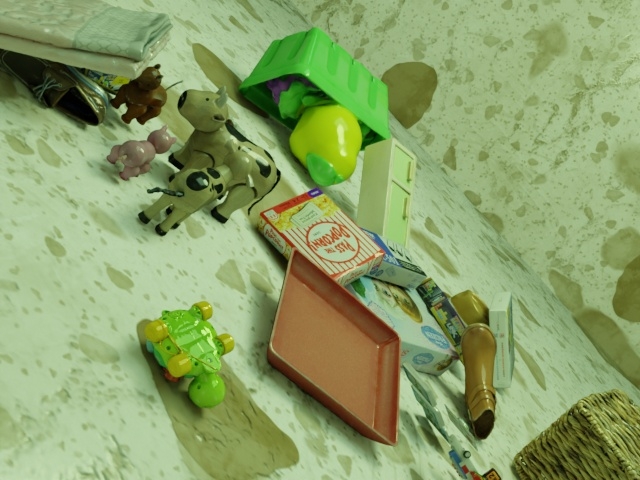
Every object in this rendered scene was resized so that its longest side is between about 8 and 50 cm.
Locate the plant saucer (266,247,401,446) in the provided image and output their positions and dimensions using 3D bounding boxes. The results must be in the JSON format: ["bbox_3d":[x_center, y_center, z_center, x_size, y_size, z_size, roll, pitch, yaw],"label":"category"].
[{"bbox_3d":[0.020,0.169,1.281,0.258,0.047,0.259,40,28,-19],"label":"plant saucer"}]

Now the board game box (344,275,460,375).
[{"bbox_3d":[0.106,0.107,1.627,0.318,0.066,0.318,22,30,-52],"label":"board game box"}]

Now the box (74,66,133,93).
[{"bbox_3d":[-0.355,-0.279,1.350,0.059,0.054,0.169,23,0,16],"label":"box"}]

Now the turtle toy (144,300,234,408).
[{"bbox_3d":[-0.154,0.137,0.973,0.095,0.066,0.130,-21,70,-46],"label":"turtle toy"}]

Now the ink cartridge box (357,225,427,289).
[{"bbox_3d":[0.129,0.037,1.644,0.207,0.046,0.097,20,30,-54],"label":"ink cartridge box"}]

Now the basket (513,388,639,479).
[{"bbox_3d":[0.561,0.464,1.567,0.213,0.223,0.299,-3,48,-44],"label":"basket"}]

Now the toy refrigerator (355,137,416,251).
[{"bbox_3d":[0.156,-0.094,1.913,0.102,0.094,0.270,33,55,-40],"label":"toy refrigerator"}]

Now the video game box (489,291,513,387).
[{"bbox_3d":[0.439,0.234,1.980,0.205,0.048,0.187,-29,117,-72],"label":"video game box"}]

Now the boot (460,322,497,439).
[{"bbox_3d":[0.316,0.275,1.607,0.152,0.072,0.197,-81,164,-58],"label":"boot"}]

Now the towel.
[{"bbox_3d":[-0.398,-0.337,1.241,0.316,0.054,0.332,13,22,-7],"label":"towel"}]

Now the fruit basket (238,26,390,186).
[{"bbox_3d":[-0.004,-0.290,2.042,0.392,0.282,0.393,3,86,-45],"label":"fruit basket"}]

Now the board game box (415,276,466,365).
[{"bbox_3d":[0.279,0.178,1.789,0.170,0.048,0.141,58,1,-18],"label":"board game box"}]

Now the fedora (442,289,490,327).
[{"bbox_3d":[0.371,0.183,2.047,0.194,0.079,0.194,41,18,-16],"label":"fedora"}]

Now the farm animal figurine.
[{"bbox_3d":[-0.180,-0.146,1.324,0.326,0.172,0.330,29,29,-51],"label":"farm animal figurine"}]

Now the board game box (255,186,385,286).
[{"bbox_3d":[0.000,0.000,1.497,0.146,0.045,0.193,-27,61,-37],"label":"board game box"}]

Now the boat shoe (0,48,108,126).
[{"bbox_3d":[-0.394,-0.234,1.224,0.183,0.066,0.066,29,31,-36],"label":"boat shoe"}]

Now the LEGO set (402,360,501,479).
[{"bbox_3d":[0.208,0.331,1.330,0.244,0.060,0.183,47,-14,45],"label":"LEGO set"}]
